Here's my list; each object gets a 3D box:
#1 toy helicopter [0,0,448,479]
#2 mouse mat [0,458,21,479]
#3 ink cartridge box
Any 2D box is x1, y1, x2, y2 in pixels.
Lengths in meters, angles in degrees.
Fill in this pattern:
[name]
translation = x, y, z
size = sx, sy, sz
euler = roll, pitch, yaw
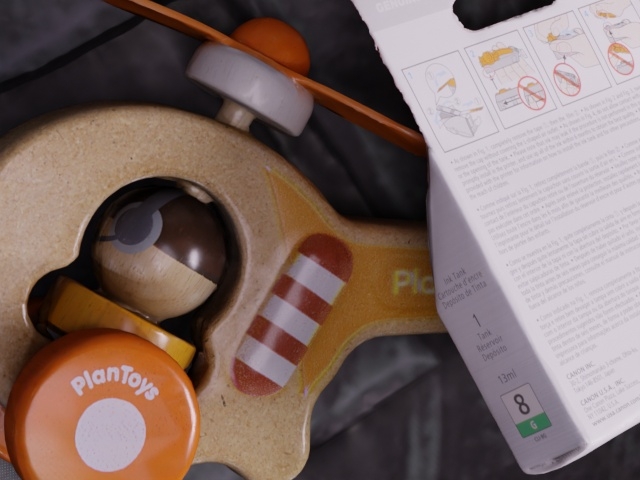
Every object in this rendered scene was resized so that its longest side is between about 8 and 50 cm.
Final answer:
[toy helicopter]
translation = 0.000, 0.000, 0.870
size = 0.355, 0.140, 0.235
euler = 1, 95, -21
[mouse mat]
translation = -0.256, 0.141, 0.902
size = 0.152, 0.007, 0.190
euler = 42, 94, -16
[ink cartridge box]
translation = 0.114, -0.027, 0.851
size = 0.181, 0.056, 0.225
euler = -23, 80, -40
